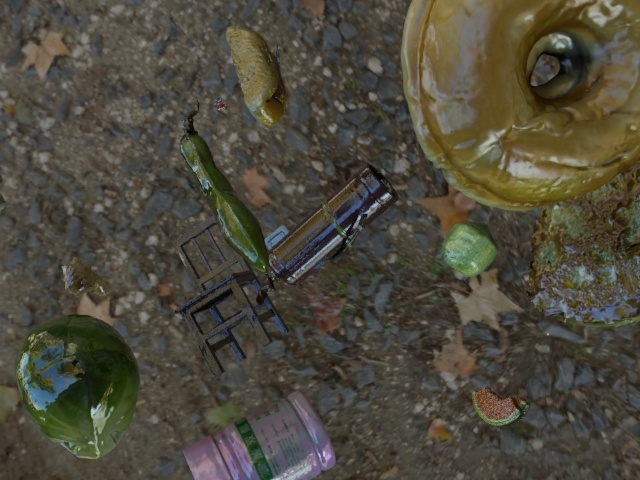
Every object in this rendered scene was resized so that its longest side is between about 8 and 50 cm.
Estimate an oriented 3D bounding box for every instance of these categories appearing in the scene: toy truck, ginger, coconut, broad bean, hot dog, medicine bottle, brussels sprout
[{"bbox_3d":[-0.223,-0.301,1.567,0.024,0.083,0.032,-27,102,-4],"label":"toy truck"},{"bbox_3d":[-0.685,0.126,2.069,0.067,0.165,0.096,1,56,42],"label":"ginger"},{"bbox_3d":[0.247,0.009,1.168,0.088,0.088,0.096,37,80,19],"label":"coconut"},{"bbox_3d":[-0.157,-0.074,1.101,0.325,0.067,0.075,57,143,23],"label":"broad bean"},{"bbox_3d":[-0.115,-0.321,1.345,0.073,0.084,0.243,-25,57,12],"label":"hot dog"},{"bbox_3d":[-0.149,0.530,1.737,0.325,0.212,0.212,-23,75,-15],"label":"medicine bottle"},{"bbox_3d":[-0.606,0.366,1.797,0.289,0.281,0.355,-14,98,-19],"label":"brussels sprout"}]

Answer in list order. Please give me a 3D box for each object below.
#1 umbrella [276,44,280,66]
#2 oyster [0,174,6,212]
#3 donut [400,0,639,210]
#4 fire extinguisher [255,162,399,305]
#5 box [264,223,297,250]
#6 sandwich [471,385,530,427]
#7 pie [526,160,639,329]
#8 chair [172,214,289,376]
[{"bbox_3d":[-0.099,-0.397,1.669,0.022,0.149,0.022,38,60,18],"label":"umbrella"},{"bbox_3d":[-0.596,-0.064,1.193,0.072,0.209,0.133,-13,111,28],"label":"oyster"},{"bbox_3d":[0.330,-0.257,1.035,0.448,0.198,0.449,-3,103,-12],"label":"donut"},{"bbox_3d":[0.000,0.000,1.395,0.341,0.141,0.105,-42,102,15],"label":"fire extinguisher"},{"bbox_3d":[-0.073,0.022,1.790,0.089,0.062,0.122,-36,86,35],"label":"box"},{"bbox_3d":[0.330,0.313,1.321,0.135,0.029,0.067,6,79,63],"label":"sandwich"},{"bbox_3d":[0.536,0.011,1.288,0.354,0.103,0.288,-28,56,35],"label":"pie"},{"bbox_3d":[-0.290,0.138,1.999,0.203,0.240,0.416,-33,85,12],"label":"chair"}]
